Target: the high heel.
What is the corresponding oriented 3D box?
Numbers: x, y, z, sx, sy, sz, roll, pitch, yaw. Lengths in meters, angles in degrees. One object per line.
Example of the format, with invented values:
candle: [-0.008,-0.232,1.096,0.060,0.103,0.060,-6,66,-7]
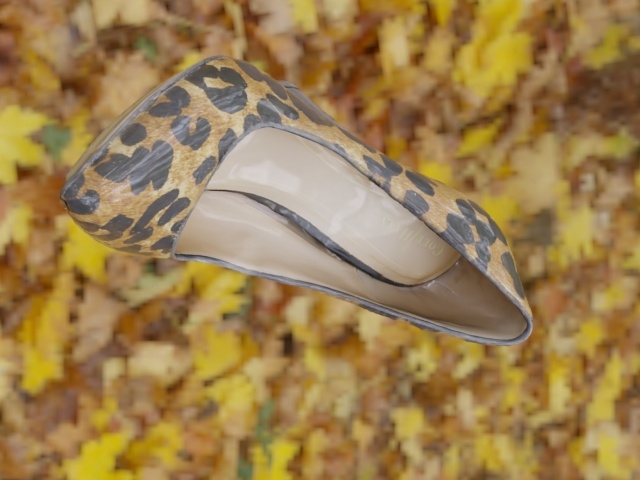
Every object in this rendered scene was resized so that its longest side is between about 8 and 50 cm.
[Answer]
high heel: [0.000,0.000,0.928,0.093,0.186,0.261,-55,166,22]
